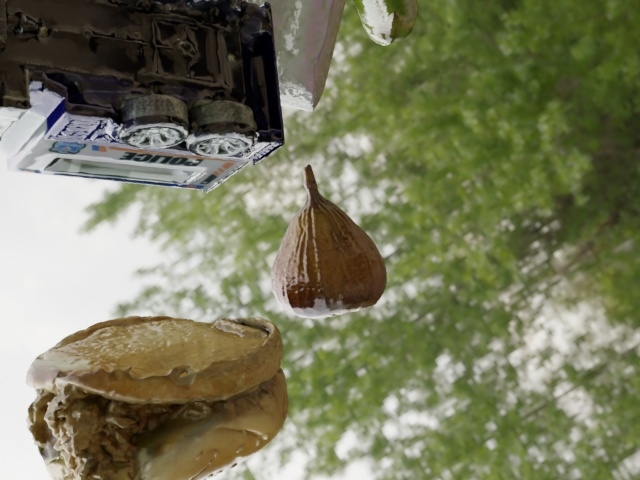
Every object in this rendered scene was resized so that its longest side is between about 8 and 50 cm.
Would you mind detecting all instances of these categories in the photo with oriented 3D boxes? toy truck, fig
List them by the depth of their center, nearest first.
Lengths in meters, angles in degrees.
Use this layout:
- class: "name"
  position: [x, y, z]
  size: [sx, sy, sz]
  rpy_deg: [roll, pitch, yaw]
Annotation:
- class: "toy truck"
  position: [-0.170, -0.108, 0.852]
  size: [0.268, 0.155, 0.124]
  rpy_deg: [5, -110, -31]
- class: "fig"
  position: [-0.004, 0.012, 1.308]
  size: [0.153, 0.119, 0.119]
  rpy_deg: [63, -166, 14]

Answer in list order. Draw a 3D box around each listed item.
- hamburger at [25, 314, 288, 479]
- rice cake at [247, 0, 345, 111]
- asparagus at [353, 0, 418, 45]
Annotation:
- class: "hamburger"
  position: [-0.150, 0.152, 1.178]
  size: [0.286, 0.243, 0.146]
  rpy_deg: [-49, -51, -76]
- class: "rice cake"
  position: [-0.019, -0.290, 1.329]
  size: [0.050, 0.106, 0.298]
  rpy_deg: [20, -98, -75]
- class: "asparagus"
  position: [0.047, -0.245, 1.124]
  size: [0.060, 0.067, 0.278]
  rpy_deg: [50, -177, 15]
